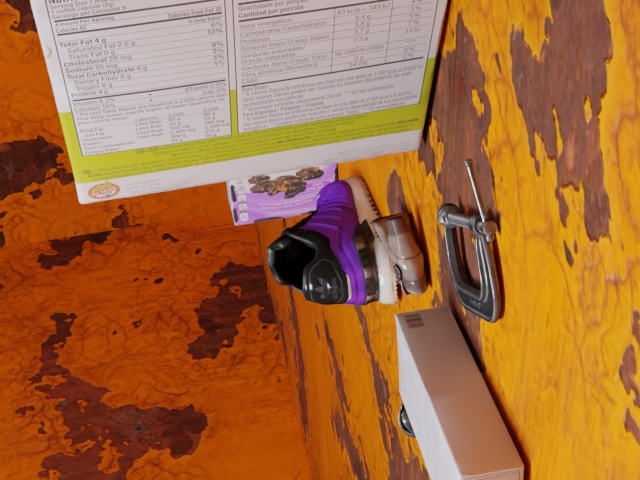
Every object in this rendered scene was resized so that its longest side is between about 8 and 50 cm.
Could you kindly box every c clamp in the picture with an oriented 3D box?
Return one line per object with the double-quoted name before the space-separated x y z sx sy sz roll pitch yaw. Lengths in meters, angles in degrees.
"c clamp" 0.128 0.001 1.075 0.161 0.022 0.137 178 78 -82

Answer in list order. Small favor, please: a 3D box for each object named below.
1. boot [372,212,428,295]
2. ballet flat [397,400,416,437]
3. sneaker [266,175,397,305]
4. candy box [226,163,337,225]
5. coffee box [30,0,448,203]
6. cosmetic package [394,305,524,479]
"boot" 0.087 0.016 1.357 0.118 0.042 0.086 -93 -14 -85
"ballet flat" 0.103 0.191 1.410 0.173 0.049 0.057 112 149 -78
"sneaker" 0.000 -0.001 1.611 0.293 0.146 0.102 -115 18 -67
"candy box" -0.062 -0.130 1.891 0.070 0.165 0.196 -107 10 -50
"coffee box" -0.090 -0.279 1.150 0.334 0.338 0.337 93 166 -61
"cosmetic package" 0.123 0.166 1.146 0.239 0.061 0.098 -109 13 -57
